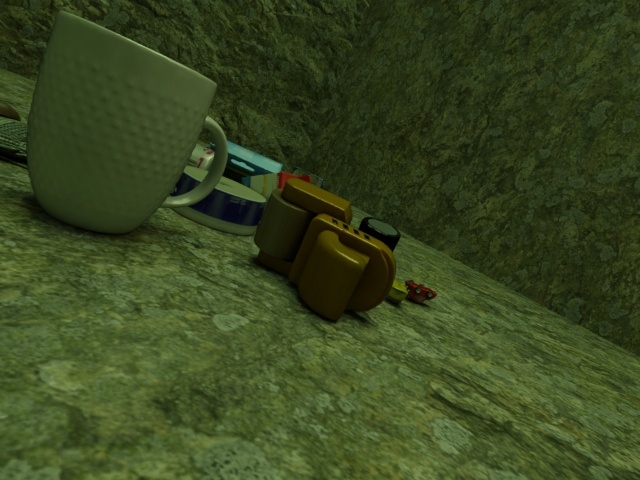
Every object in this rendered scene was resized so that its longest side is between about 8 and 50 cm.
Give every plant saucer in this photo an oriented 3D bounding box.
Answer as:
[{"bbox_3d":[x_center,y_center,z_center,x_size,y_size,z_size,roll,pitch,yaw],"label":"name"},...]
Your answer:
[{"bbox_3d":[-0.953,-0.384,1.227,0.199,0.036,0.198,15,3,-1],"label":"plant saucer"}]

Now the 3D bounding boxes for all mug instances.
[{"bbox_3d":[-0.348,-0.185,0.846,0.374,0.328,0.276,13,15,-47],"label":"mug"}]

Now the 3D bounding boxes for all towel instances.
[{"bbox_3d":[-0.761,-0.260,1.079,0.312,0.056,0.324,21,11,-12],"label":"towel"}]

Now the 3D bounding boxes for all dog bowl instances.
[{"bbox_3d":[-0.292,-0.115,1.242,0.265,0.104,0.265,23,10,-4],"label":"dog bowl"}]

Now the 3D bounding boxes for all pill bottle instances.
[{"bbox_3d":[-0.472,-0.260,1.419,0.283,0.160,0.160,25,10,7],"label":"pill bottle"}]

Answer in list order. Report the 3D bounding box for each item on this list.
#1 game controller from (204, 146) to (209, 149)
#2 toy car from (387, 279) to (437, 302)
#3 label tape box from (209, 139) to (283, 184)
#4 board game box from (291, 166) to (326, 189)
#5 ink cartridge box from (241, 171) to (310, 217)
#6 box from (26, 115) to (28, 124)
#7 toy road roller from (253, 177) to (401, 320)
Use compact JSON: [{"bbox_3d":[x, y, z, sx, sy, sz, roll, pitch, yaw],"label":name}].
[{"bbox_3d":[-0.429,-0.358,2.128,0.319,0.067,0.166,20,-14,-8],"label":"game controller"},{"bbox_3d":[0.199,0.120,1.278,0.225,0.053,0.239,31,12,36],"label":"toy car"},{"bbox_3d":[-0.273,-0.260,1.593,0.249,0.115,0.347,23,-20,-8],"label":"label tape box"},{"bbox_3d":[-0.079,-0.173,1.730,0.136,0.201,0.035,27,11,20],"label":"board game box"},{"bbox_3d":[-0.142,-0.133,1.343,0.231,0.134,0.078,-1,-5,39],"label":"ink cartridge box"},{"bbox_3d":[-0.607,-0.319,1.199,0.232,0.058,0.322,-6,14,-10],"label":"box"},{"bbox_3d":[0.001,0.027,0.932,0.330,0.202,0.240,26,21,7],"label":"toy road roller"}]
